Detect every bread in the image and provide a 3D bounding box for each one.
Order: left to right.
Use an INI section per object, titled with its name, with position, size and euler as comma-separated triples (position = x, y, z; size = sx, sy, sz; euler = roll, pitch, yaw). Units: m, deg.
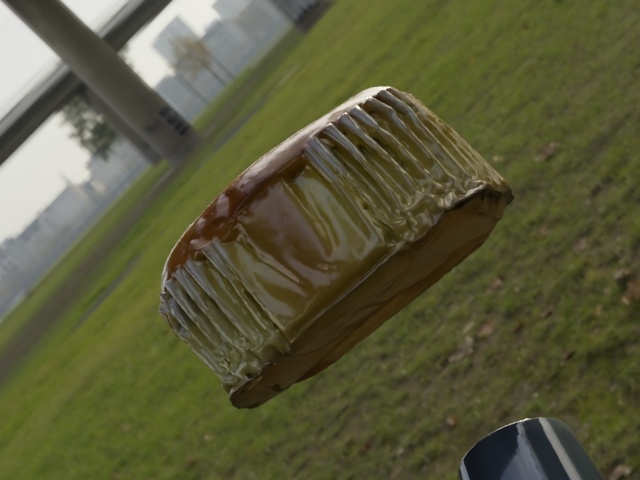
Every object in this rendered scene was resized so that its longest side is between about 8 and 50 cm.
[bread]
position = 0.000, 0.000, 0.636
size = 0.190, 0.114, 0.132
euler = -45, -13, 12

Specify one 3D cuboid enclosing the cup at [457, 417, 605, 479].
[cup]
position = 0.107, 0.149, 0.602
size = 0.100, 0.078, 0.077
euler = -44, 44, 22
